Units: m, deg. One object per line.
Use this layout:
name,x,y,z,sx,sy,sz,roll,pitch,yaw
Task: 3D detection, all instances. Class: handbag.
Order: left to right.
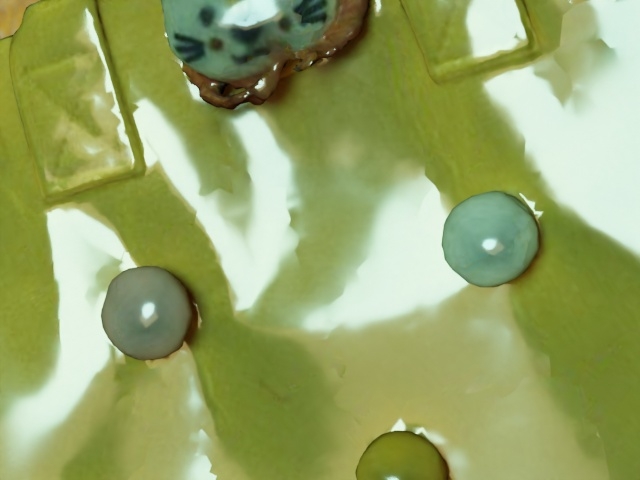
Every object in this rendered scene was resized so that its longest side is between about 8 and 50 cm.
handbag,0.000,0.000,0.666,0.401,0.133,0.283,-15,89,14
